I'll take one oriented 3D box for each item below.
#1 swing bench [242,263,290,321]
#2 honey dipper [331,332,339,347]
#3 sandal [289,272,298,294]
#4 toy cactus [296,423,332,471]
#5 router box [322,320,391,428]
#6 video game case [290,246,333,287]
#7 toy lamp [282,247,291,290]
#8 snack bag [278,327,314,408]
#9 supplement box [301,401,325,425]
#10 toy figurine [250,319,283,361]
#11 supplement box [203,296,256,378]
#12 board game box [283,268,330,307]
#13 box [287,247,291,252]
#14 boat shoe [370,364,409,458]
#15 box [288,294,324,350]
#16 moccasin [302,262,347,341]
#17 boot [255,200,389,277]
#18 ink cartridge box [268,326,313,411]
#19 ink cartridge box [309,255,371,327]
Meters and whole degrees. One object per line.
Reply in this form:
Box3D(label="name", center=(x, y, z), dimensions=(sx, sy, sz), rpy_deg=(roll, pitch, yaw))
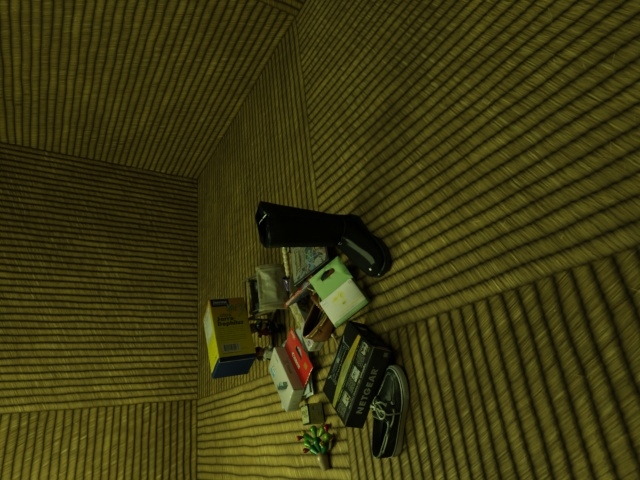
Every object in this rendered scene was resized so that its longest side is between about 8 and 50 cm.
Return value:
Box3D(label="swing bench", center=(-0.299, 0.288, 2.349), dimensions=(0.254, 0.165, 0.254), rpy_deg=(-43, 48, 46))
Box3D(label="honey dipper", center=(0.077, 0.451, 1.822), dimensions=(0.031, 0.030, 0.161), rpy_deg=(-66, 32, 24))
Box3D(label="sandal", center=(-0.104, 0.162, 2.166), dimensions=(0.079, 0.088, 0.240), rpy_deg=(92, -177, -73))
Box3D(label="toy cactus", center=(-0.011, 0.872, 1.818), dimensions=(0.219, 0.112, 0.181), rpy_deg=(-40, 60, 37))
Box3D(label="router box", center=(0.127, 0.490, 1.612), dimensions=(0.309, 0.080, 0.243), rpy_deg=(-71, 22, 7))
Box3D(label="video game case", center=(-0.049, 0.047, 2.030), dimensions=(0.248, 0.035, 0.275), rpy_deg=(-39, 42, 32))
Box3D(label="toy lamp", center=(-0.171, 0.120, 2.203), dimensions=(0.080, 0.080, 0.275), rpy_deg=(10, 113, 59))
Box3D(label="snack bag", center=(-0.135, 0.637, 2.124), dimensions=(0.342, 0.037, 0.323), rpy_deg=(-50, 43, 46))
Box3D(label="supplement box", center=(-0.032, 0.753, 1.879), dimensions=(0.056, 0.083, 0.083), rpy_deg=(-43, 48, 47))
Box3D(label="toy figurine", center=(-0.304, 0.529, 2.285), dimensions=(0.213, 0.148, 0.210), rpy_deg=(-30, 51, 59))
Box3D(label="supplement box", center=(-0.478, 0.501, 2.252), dimensions=(0.194, 0.195, 0.357), rpy_deg=(-61, 39, 44))
Box3D(label="board game box", center=(-0.055, 0.213, 1.988), dimensions=(0.027, 0.145, 0.281), rpy_deg=(55, 134, 14))
Box3D(label="box", center=(-0.139, 0.030, 2.250), dimensions=(0.083, 0.052, 0.062), rpy_deg=(-18, 70, 55))
Box3D(label="boat shoe", center=(0.222, 0.583, 1.478), dimensions=(0.113, 0.104, 0.307), rpy_deg=(8, 90, 59))
Box3D(label="box", center=(-0.073, 0.379, 2.051), dimensions=(0.067, 0.063, 0.324), rpy_deg=(-64, 35, 29))
Box3D(label="moccasin", center=(0.015, 0.260, 1.851), dimensions=(0.139, 0.146, 0.380), rpy_deg=(54, 128, 49))
Box3D(label="boot", center=(-0.001, -0.001, 1.647), dimensions=(0.367, 0.444, 0.146), rpy_deg=(54, 128, 49))
Box3D(label="ink cartridge box", center=(-0.150, 0.604, 2.052), dimensions=(0.296, 0.066, 0.261), rpy_deg=(50, 128, 54))
Box3D(label="ink cartridge box", center=(0.067, 0.202, 1.729), dimensions=(0.171, 0.056, 0.235), rpy_deg=(-40, 72, 13))
